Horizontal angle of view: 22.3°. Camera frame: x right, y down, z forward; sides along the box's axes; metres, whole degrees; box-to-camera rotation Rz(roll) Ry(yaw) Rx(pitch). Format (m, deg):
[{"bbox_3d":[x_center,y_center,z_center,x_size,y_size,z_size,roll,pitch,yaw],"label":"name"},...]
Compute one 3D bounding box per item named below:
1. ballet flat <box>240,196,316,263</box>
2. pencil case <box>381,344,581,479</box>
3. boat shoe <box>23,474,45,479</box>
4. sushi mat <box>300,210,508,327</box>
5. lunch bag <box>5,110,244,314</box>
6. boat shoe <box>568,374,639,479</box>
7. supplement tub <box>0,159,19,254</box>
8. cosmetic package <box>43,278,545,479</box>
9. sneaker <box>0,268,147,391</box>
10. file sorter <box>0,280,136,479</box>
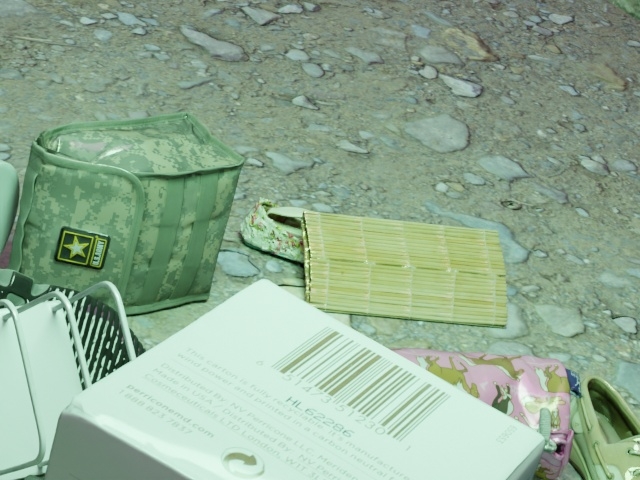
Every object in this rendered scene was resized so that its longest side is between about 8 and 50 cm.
[{"bbox_3d":[0.000,0.000,2.392,0.241,0.077,0.091,16,28,-3],"label":"ballet flat"},{"bbox_3d":[0.126,0.205,2.023,0.386,0.167,0.160,8,65,-15],"label":"pencil case"},{"bbox_3d":[-0.302,0.283,1.730,0.223,0.080,0.073,-6,41,-28],"label":"boat shoe"},{"bbox_3d":[0.125,0.043,2.363,0.316,0.019,0.151,6,66,-19],"label":"sushi mat"},{"bbox_3d":[-0.269,-0.028,2.129,0.287,0.235,0.169,-10,38,-39],"label":"lunch bag"},{"bbox_3d":[0.398,0.290,2.074,0.109,0.098,0.302,3,31,-23],"label":"boat shoe"},{"bbox_3d":[-0.568,-0.068,2.038,0.324,0.235,0.235,23,29,12],"label":"supplement tub"},{"bbox_3d":[-0.051,0.315,1.480,0.329,0.394,0.327,27,30,19],"label":"cosmetic package"},{"bbox_3d":[-0.358,0.119,1.955,0.330,0.146,0.122,32,52,-22],"label":"sneaker"},{"bbox_3d":[-0.347,0.159,1.743,0.277,0.173,0.193,-8,80,-39],"label":"file sorter"}]
